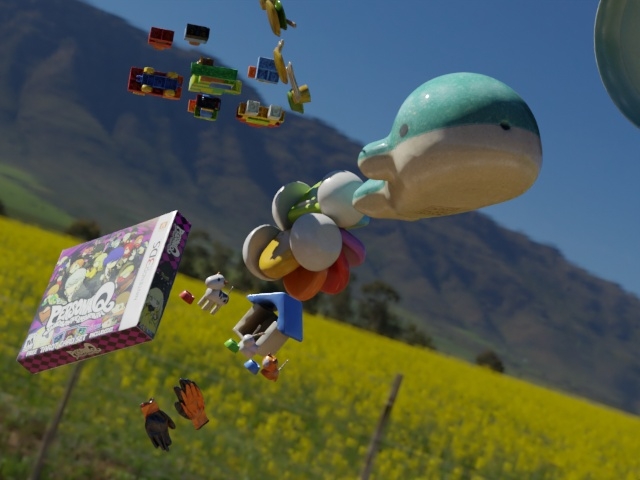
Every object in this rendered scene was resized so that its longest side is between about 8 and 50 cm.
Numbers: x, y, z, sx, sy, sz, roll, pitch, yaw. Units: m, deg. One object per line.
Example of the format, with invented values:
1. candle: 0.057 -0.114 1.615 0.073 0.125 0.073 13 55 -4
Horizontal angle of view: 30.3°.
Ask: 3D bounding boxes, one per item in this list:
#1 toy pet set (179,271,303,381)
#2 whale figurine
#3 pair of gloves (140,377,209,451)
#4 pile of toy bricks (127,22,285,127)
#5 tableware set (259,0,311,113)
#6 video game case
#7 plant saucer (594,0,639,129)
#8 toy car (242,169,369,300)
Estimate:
1. toy pet set: -0.058 0.078 1.163 0.122 0.065 0.114 43 5 30
2. whale figurine: 0.138 -0.104 1.387 0.216 0.141 0.272 3 -17 -25
3. pair of gloves: -0.175 0.211 1.431 0.010 0.083 0.074 18 -47 51
4. pile of toy bricks: -0.153 -0.218 1.617 0.212 0.118 0.105 10 -8 -12
5. tableware set: -0.042 -0.234 1.449 0.024 0.154 0.104 -18 -4 -9
6. video game case: -0.302 0.073 1.661 0.232 0.210 0.042 -17 -49 31
7. plant saucer: 0.554 -0.300 1.764 0.044 0.317 0.318 -16 23 -42
8. toy car: 0.000 0.000 1.573 0.136 0.182 0.159 45 -32 -22
